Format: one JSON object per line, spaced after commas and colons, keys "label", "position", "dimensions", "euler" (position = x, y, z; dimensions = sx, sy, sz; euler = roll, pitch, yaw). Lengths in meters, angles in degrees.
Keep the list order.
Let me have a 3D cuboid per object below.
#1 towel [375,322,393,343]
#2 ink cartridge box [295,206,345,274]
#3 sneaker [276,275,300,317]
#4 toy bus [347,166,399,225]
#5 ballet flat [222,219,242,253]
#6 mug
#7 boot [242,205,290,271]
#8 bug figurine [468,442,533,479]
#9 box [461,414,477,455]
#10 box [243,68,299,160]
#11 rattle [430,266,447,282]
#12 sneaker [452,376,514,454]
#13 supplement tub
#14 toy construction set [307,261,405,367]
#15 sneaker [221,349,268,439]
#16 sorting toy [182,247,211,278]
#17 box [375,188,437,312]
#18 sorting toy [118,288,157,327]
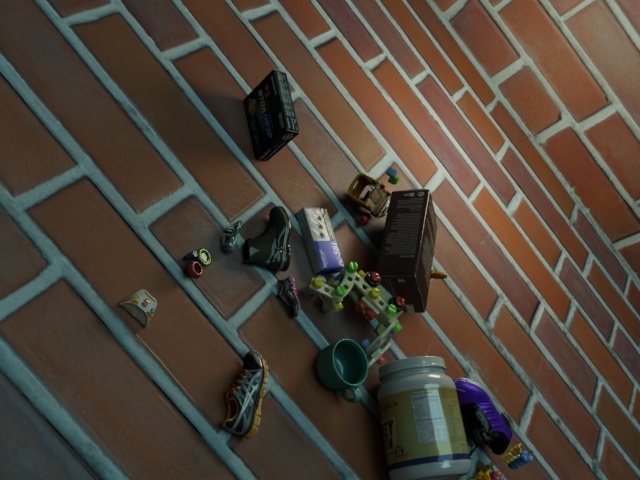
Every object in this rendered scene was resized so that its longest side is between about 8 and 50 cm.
{"label": "towel", "position": [0.206, 0.279, 1.976], "dimensions": [0.060, 0.009, 0.083], "euler": [47, 43, -10]}
{"label": "ink cartridge box", "position": [0.000, 0.000, 1.926], "dimensions": [0.097, 0.046, 0.207], "euler": [-2, 68, -42]}
{"label": "sneaker", "position": [-0.093, 0.160, 1.758], "dimensions": [0.057, 0.047, 0.119], "euler": [-8, 70, -22]}
{"label": "toy bus", "position": [0.163, -0.154, 2.118], "dimensions": [0.104, 0.202, 0.191], "euler": [33, 44, 21]}
{"label": "ballet flat", "position": [-0.245, -0.017, 1.720], "dimensions": [0.041, 0.041, 0.114], "euler": [34, 47, -24]}
{"label": "mug", "position": [0.051, 0.358, 1.724], "dimensions": [0.130, 0.097, 0.157], "euler": [31, 49, -26]}
{"label": "boot", "position": [-0.158, -0.016, 1.776], "dimensions": [0.137, 0.077, 0.197], "euler": [10, 59, -33]}
{"label": "bug figurine", "position": [0.508, 0.706, 1.851], "dimensions": [0.279, 0.216, 0.072], "euler": [-16, 63, -43]}
{"label": "box", "position": [0.488, 0.592, 2.030], "dimensions": [0.207, 0.036, 0.114], "euler": [-30, 88, -47]}
{"label": "box", "position": [-0.152, -0.379, 1.916], "dimensions": [0.051, 0.175, 0.220], "euler": [5, 64, -40]}
{"label": "rattle", "position": [0.371, 0.055, 2.171], "dimensions": [0.130, 0.142, 0.199], "euler": [25, 55, -7]}
{"label": "sneaker", "position": [0.496, 0.556, 1.956], "dimensions": [0.293, 0.102, 0.146], "euler": [45, 45, -14]}
{"label": "supplement tub", "position": [0.281, 0.501, 1.754], "dimensions": [0.228, 0.228, 0.316], "euler": [13, 58, -37]}
{"label": "toy construction set", "position": [0.119, 0.203, 1.832], "dimensions": [0.215, 0.151, 0.327], "euler": [-37, 93, -42]}
{"label": "sneaker", "position": [-0.184, 0.365, 1.519], "dimensions": [0.083, 0.084, 0.214], "euler": [21, 54, -27]}
{"label": "sorting toy", "position": [-0.323, 0.058, 1.608], "dimensions": [0.061, 0.042, 0.102], "euler": [59, 28, -21]}
{"label": "box", "position": [0.286, 0.030, 2.052], "dimensions": [0.191, 0.143, 0.381], "euler": [69, 27, -43]}
{"label": "sorting toy", "position": [-0.415, 0.149, 1.472], "dimensions": [0.083, 0.045, 0.075], "euler": [45, 25, -13]}
